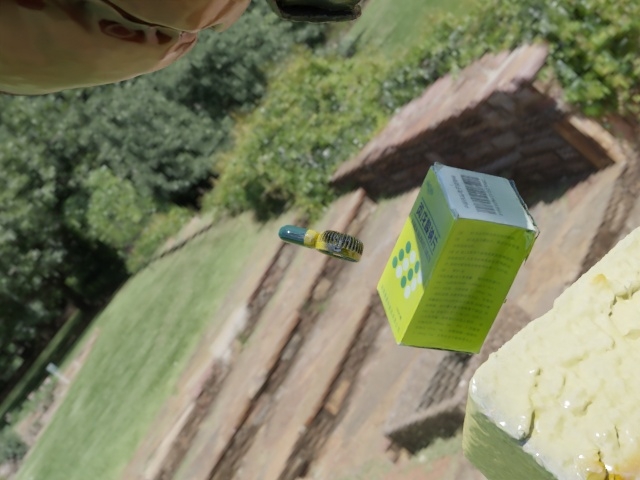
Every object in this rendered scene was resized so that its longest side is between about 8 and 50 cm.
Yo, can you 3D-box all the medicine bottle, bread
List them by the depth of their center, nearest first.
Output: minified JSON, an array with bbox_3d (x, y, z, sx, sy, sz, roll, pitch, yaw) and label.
[{"bbox_3d":[0.268,0.148,0.740,0.236,0.263,0.198,-41,-22,-18],"label":"bread"},{"bbox_3d":[0.195,0.030,1.501,0.137,0.141,0.250,-103,27,-53],"label":"medicine bottle"}]

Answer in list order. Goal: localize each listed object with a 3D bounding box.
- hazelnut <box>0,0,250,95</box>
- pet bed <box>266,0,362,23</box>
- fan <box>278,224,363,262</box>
[{"bbox_3d":[-0.208,-0.274,0.748,0.372,0.315,0.372,-19,-20,-7],"label":"hazelnut"},{"bbox_3d":[-0.016,-0.372,1.182,0.159,0.183,0.210,-37,51,35],"label":"pet bed"},{"bbox_3d":[0.000,0.000,1.778,0.082,0.155,0.039,39,-114,-73],"label":"fan"}]
